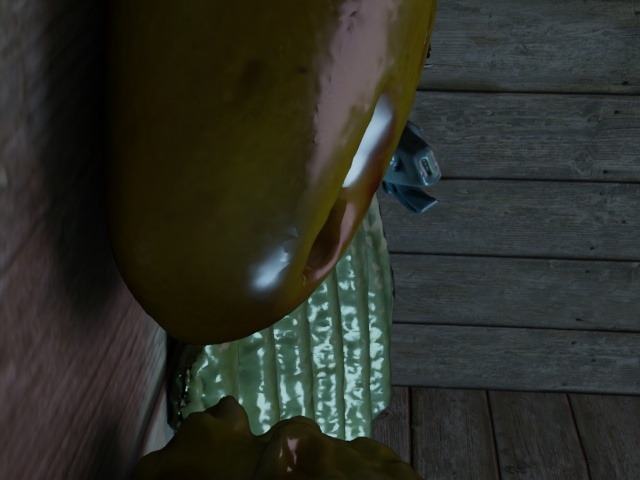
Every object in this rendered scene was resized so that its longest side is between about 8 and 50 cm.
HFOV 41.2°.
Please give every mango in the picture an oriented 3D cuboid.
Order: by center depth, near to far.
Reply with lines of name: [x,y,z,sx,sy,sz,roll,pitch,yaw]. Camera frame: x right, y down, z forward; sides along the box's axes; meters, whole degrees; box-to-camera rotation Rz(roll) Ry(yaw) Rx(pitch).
mango: [-0.031,-0.117,0.483,0.253,0.182,0.365,92,13,-64]

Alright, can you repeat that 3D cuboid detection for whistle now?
whistle: [0.065,-0.125,1.056,0.274,0.093,0.186,38,-26,59]

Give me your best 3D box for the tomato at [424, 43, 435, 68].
tomato: [0.014,-0.212,0.902,0.214,0.180,0.155,-63,159,-14]

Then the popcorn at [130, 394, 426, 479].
popcorn: [-0.033,0.185,0.438,0.235,0.216,0.181,-104,-155,-63]

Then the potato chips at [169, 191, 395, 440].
potato chips: [-0.016,0.110,0.771,0.358,0.070,0.430,-42,136,-51]
